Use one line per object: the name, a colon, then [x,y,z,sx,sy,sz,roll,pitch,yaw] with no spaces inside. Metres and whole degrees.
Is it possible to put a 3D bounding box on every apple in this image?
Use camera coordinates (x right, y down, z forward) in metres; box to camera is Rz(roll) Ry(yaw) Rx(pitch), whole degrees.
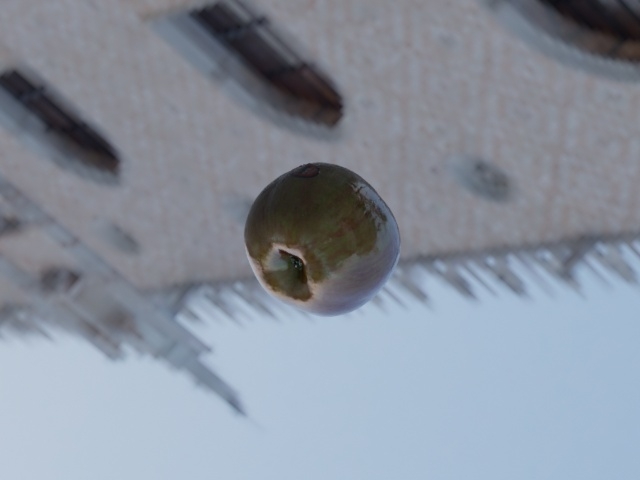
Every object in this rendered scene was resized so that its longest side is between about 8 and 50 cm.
apple: [0.000,0.002,1.564,0.126,0.126,0.102,-18,-157,47]
